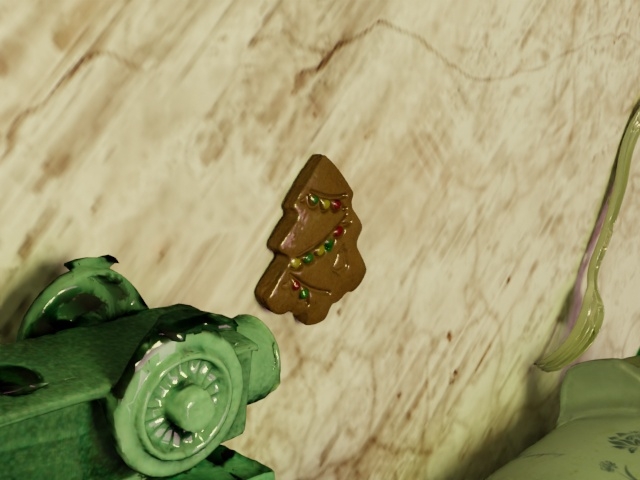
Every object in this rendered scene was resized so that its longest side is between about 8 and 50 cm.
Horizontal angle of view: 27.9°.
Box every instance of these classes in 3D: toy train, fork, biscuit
[{"bbox_3d":[-0.126,0.095,0.486,0.269,0.115,0.154,-13,121,-48],"label":"toy train"},{"bbox_3d":[0.208,-0.006,0.920,0.034,0.028,0.219,32,78,-47],"label":"fork"},{"bbox_3d":[0.000,0.000,0.678,0.082,0.016,0.092,-10,112,-48],"label":"biscuit"}]

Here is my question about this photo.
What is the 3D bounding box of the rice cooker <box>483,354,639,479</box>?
[{"bbox_3d":[0.220,0.225,0.829,0.317,0.264,0.316,11,72,-34],"label":"rice cooker"}]
